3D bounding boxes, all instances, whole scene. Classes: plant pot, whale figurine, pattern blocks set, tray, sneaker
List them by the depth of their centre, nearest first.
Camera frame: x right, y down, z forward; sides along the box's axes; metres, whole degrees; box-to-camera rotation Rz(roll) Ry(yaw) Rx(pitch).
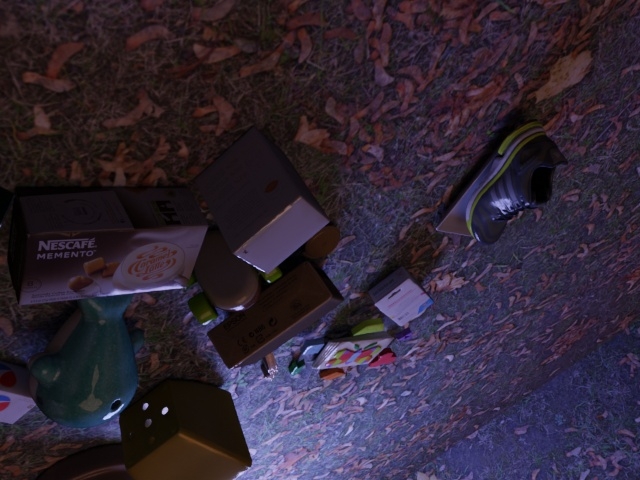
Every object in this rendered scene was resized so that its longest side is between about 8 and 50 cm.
[{"bbox_3d":[-0.369,0.194,1.031,0.216,0.141,0.272,-9,129,-55],"label":"whale figurine"},{"bbox_3d":[0.393,-0.091,1.261,0.111,0.121,0.300,-13,140,-25],"label":"sneaker"},{"bbox_3d":[-0.306,0.423,1.322,0.212,0.212,0.187,-38,132,6],"label":"plant pot"},{"bbox_3d":[0.363,-0.121,1.334,0.145,0.030,0.270,7,129,-43],"label":"tray"},{"bbox_3d":[-0.494,0.626,1.379,0.263,0.229,0.263,-20,142,-16],"label":"plant pot"},{"bbox_3d":[0.081,0.280,1.553,0.325,0.026,0.285,-9,146,-22],"label":"pattern blocks set"}]

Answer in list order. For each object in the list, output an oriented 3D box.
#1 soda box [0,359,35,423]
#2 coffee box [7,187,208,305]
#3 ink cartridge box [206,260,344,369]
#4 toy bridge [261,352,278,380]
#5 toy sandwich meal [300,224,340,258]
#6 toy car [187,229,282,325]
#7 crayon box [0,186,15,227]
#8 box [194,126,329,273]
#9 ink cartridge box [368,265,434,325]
[{"bbox_3d":[-0.563,0.230,0.997,0.074,0.069,0.216,-38,145,6],"label":"soda box"},{"bbox_3d":[-0.308,0.003,0.900,0.247,0.098,0.141,-3,135,-36],"label":"coffee box"},{"bbox_3d":[-0.080,0.146,1.200,0.235,0.088,0.193,-36,170,2],"label":"ink cartridge box"},{"bbox_3d":[-0.117,0.268,1.391,0.026,0.063,0.188,-22,142,-16],"label":"toy bridge"},{"bbox_3d":[0.000,0.000,1.199,0.086,0.029,0.085,-21,138,-20],"label":"toy sandwich meal"},{"bbox_3d":[-0.147,0.073,1.087,0.155,0.149,0.188,-33,156,-3],"label":"toy car"},{"bbox_3d":[-0.533,0.023,0.710,0.202,0.081,0.318,35,109,-29],"label":"crayon box"},{"bbox_3d":[-0.090,-0.061,0.932,0.130,0.170,0.091,-39,144,10],"label":"box"},{"bbox_3d":[0.185,0.127,1.460,0.104,0.061,0.181,-38,145,8],"label":"ink cartridge box"}]
